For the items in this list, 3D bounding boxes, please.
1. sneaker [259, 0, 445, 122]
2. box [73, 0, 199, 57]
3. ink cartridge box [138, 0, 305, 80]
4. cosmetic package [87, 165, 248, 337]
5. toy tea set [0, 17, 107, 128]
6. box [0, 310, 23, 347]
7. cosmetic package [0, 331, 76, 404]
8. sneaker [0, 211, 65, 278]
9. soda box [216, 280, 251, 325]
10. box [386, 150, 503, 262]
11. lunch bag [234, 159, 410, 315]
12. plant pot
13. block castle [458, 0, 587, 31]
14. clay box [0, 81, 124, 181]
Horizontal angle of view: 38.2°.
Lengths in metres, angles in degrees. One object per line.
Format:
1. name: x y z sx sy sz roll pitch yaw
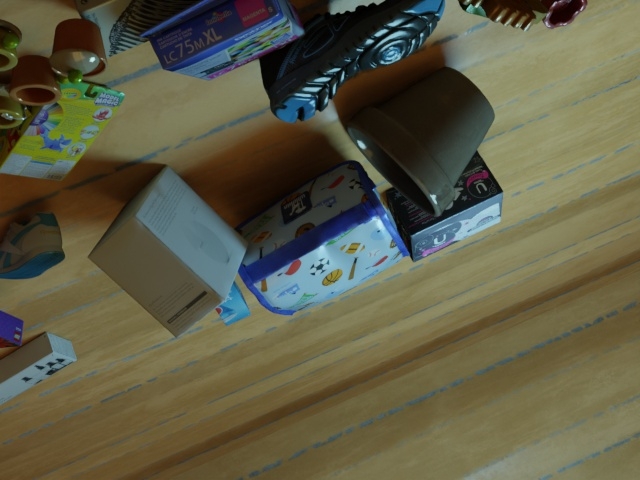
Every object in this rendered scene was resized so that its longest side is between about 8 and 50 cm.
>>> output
1. sneaker: 0.042 -0.341 1.538 0.340 0.140 0.125 -29 153 14
2. box: -0.212 -0.372 1.315 0.275 0.094 0.113 -24 154 -4
3. ink cartridge box: -0.135 -0.307 1.370 0.185 0.065 0.311 -24 -179 9
4. cosmetic package: -0.276 0.017 1.716 0.138 0.224 0.225 -37 107 23
5. toy tea set: -0.440 -0.203 1.283 0.336 0.124 0.200 -20 160 41
6. box: -0.732 0.148 1.747 0.200 0.057 0.293 -6 158 17
7. cosmetic package: -0.694 0.304 2.140 0.239 0.060 0.099 -31 152 9
8. sneaker: -0.556 0.017 1.727 0.228 0.092 0.087 -21 163 36
9. soda box: -0.231 0.130 2.232 0.071 0.067 0.210 -25 153 -3
10. box: 0.302 -0.079 2.244 0.247 0.142 0.163 -24 153 -3
11. lunch bag: 0.000 0.000 1.963 0.327 0.239 0.385 -30 174 6
12. plant pot: 0.220 -0.216 1.845 0.229 0.263 0.263 -44 153 -2
13. block castle: 0.323 -0.493 1.440 0.453 0.213 0.303 0 144 -42
14. clay box: -0.426 -0.189 1.499 0.127 0.053 0.222 7 138 -48
